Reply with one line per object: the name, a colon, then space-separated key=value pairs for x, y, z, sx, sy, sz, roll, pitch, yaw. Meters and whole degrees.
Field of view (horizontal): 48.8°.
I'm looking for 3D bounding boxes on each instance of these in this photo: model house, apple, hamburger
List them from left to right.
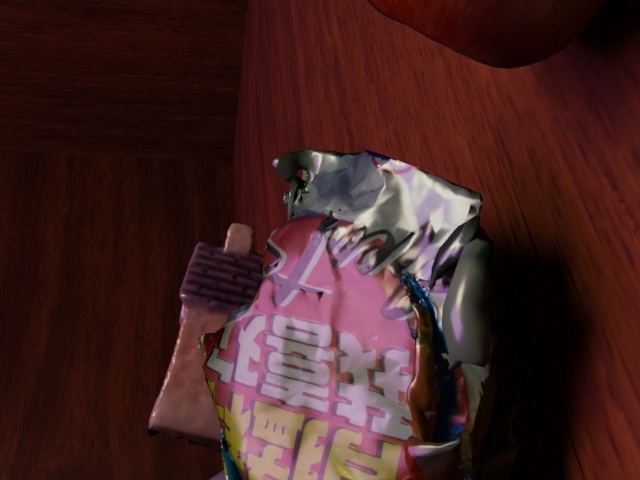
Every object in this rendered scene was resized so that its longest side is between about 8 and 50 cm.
model house: x=-0.036 y=0.114 z=0.741 sx=0.202 sy=0.237 sz=0.237 roll=104 pitch=179 yaw=-73
hamburger: x=0.043 y=0.082 z=0.478 sx=0.260 sy=0.150 sz=0.276 roll=45 pitch=115 yaw=43
apple: x=0.086 y=-0.165 z=0.360 sx=0.146 sy=0.146 sz=0.131 roll=-110 pitch=42 yaw=-62

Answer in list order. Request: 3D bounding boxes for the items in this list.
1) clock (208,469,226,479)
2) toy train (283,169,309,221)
clock: x=-0.038 y=0.389 z=0.683 sx=0.338 sy=0.102 sz=0.338 roll=51 pitch=158 yaw=30
toy train: x=0.000 y=0.000 z=0.930 sx=0.157 sy=0.105 sz=0.253 roll=-78 pitch=-7 yaw=-70
